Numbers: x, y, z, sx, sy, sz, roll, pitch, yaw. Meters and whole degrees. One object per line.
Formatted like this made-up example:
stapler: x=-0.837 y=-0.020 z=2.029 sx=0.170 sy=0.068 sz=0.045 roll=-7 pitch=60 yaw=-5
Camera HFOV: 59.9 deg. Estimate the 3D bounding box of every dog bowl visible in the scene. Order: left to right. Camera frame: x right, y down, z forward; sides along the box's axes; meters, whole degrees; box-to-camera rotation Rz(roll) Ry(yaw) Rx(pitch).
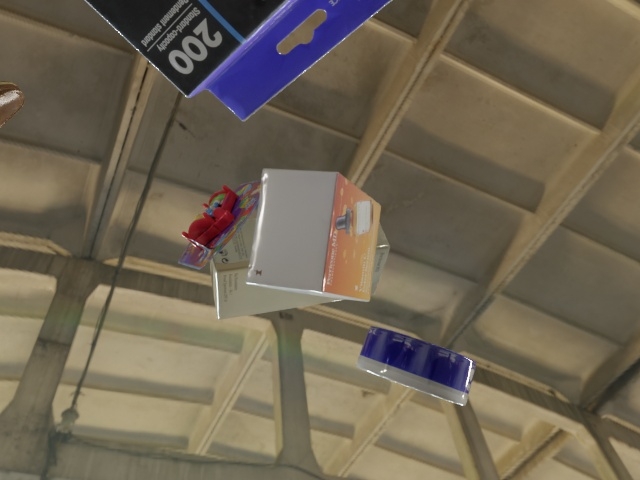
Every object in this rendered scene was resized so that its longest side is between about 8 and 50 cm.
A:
dog bowl: x=0.224 y=0.293 z=1.304 sx=0.265 sy=0.265 sz=0.104 roll=24 pitch=-101 yaw=-23

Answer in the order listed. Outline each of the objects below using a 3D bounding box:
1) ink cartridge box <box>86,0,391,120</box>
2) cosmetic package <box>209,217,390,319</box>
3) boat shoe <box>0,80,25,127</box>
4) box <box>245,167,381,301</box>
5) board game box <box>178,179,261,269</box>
ink cartridge box: x=-0.067 y=-0.206 z=0.413 sx=0.206 sy=0.045 sz=0.208 roll=-32 pitch=-59 yaw=30
cosmetic package: x=-0.046 y=0.039 z=1.030 sx=0.310 sy=0.113 sz=0.160 roll=-8 pitch=-38 yaw=-13
boat shoe: x=-0.490 y=-0.161 z=0.790 sx=0.060 sy=0.178 sz=0.064 roll=28 pitch=-34 yaw=15
box: x=0.000 y=0.000 z=0.653 sx=0.091 sy=0.129 sz=0.170 roll=5 pitch=-6 yaw=22
board game box: x=-0.130 y=-0.031 z=0.666 sx=0.033 sy=0.169 sz=0.133 roll=42 pitch=-106 yaw=-21
